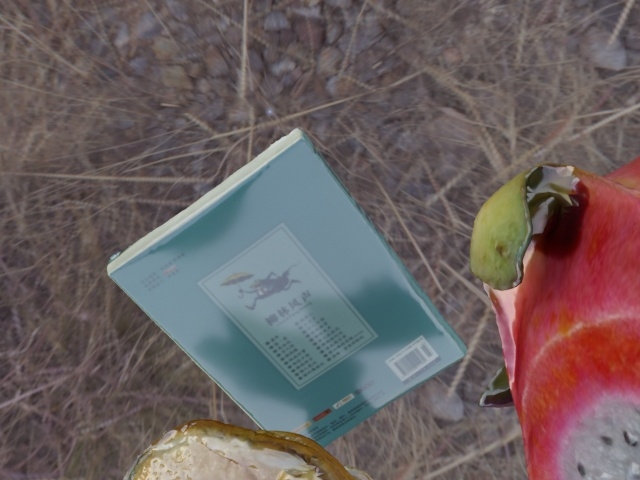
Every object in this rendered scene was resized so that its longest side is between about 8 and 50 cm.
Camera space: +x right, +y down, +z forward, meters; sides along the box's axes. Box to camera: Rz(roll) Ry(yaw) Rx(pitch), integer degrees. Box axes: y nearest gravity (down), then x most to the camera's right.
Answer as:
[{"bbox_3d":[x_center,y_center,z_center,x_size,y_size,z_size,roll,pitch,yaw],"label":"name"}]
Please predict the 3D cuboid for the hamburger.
[{"bbox_3d":[-0.067,0.269,0.886,0.260,0.211,0.245,-40,68,7],"label":"hamburger"}]

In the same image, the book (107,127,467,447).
[{"bbox_3d":[-0.026,0.081,1.244,0.264,0.031,0.379,-34,122,6],"label":"book"}]

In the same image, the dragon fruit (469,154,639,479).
[{"bbox_3d":[0.183,0.079,0.425,0.189,0.291,0.290,-15,98,-25],"label":"dragon fruit"}]
